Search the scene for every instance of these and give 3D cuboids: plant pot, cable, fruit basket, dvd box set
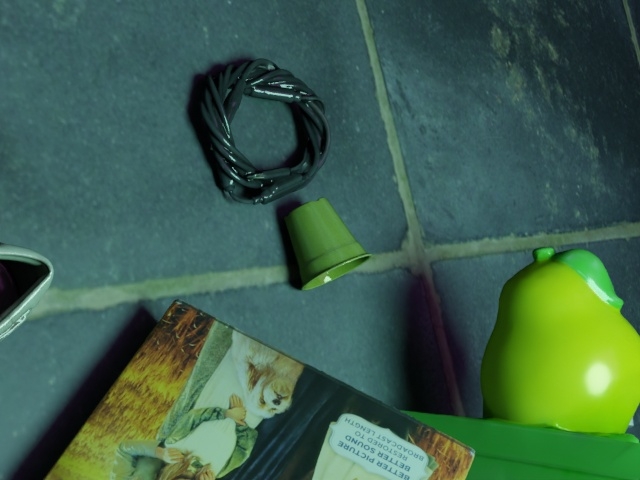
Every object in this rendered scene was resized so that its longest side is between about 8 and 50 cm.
[{"bbox_3d":[0.000,0.000,1.194,0.083,0.083,0.079,-16,76,-50],"label":"plant pot"},{"bbox_3d":[-0.058,-0.120,1.196,0.184,0.047,0.150,-30,94,-47],"label":"cable"},{"bbox_3d":[0.266,0.210,1.188,0.283,0.392,0.392,32,54,-38],"label":"fruit basket"},{"bbox_3d":[-0.086,0.262,0.873,0.307,0.062,0.420,27,47,7],"label":"dvd box set"}]

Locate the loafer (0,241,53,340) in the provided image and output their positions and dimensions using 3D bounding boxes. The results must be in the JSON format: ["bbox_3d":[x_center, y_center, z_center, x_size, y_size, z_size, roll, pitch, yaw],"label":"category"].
[{"bbox_3d":[-0.323,0.065,0.762,0.319,0.111,0.112,-30,99,-49],"label":"loafer"}]

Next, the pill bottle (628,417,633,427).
[{"bbox_3d":[0.411,0.206,1.590,0.065,0.065,0.116,17,65,-45],"label":"pill bottle"}]
